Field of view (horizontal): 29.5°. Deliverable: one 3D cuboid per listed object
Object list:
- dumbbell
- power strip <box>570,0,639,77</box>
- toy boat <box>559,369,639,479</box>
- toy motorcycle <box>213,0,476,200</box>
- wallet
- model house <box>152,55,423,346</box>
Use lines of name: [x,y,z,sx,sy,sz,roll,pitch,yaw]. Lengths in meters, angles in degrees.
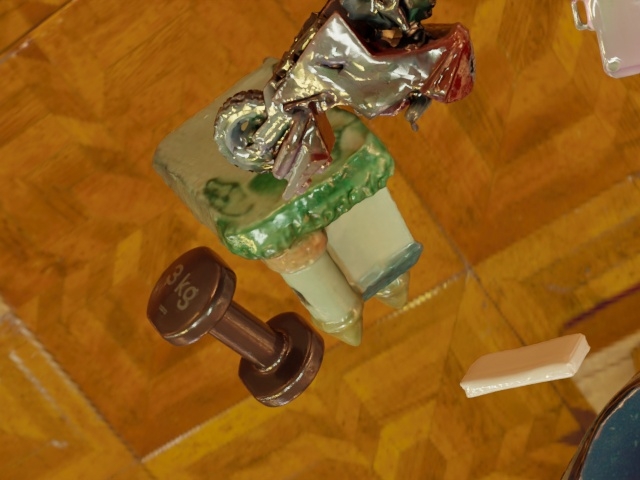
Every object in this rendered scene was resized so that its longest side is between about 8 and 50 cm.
dumbbell: [-0.109,0.116,1.598,0.124,0.140,0.225,-49,127,2]
power strip: [0.297,-0.181,0.766,0.279,0.037,0.109,-11,122,15]
toy boat: [0.213,0.182,0.886,0.070,0.210,0.291,39,148,19]
toy motorcycle: [0.022,-0.107,0.845,0.122,0.082,0.213,39,123,-11]
wallet: [0.289,0.179,1.733,0.190,0.095,0.033,-18,104,37]
model house: [0.000,0.000,1.381,0.194,0.267,0.325,-39,129,-6]
